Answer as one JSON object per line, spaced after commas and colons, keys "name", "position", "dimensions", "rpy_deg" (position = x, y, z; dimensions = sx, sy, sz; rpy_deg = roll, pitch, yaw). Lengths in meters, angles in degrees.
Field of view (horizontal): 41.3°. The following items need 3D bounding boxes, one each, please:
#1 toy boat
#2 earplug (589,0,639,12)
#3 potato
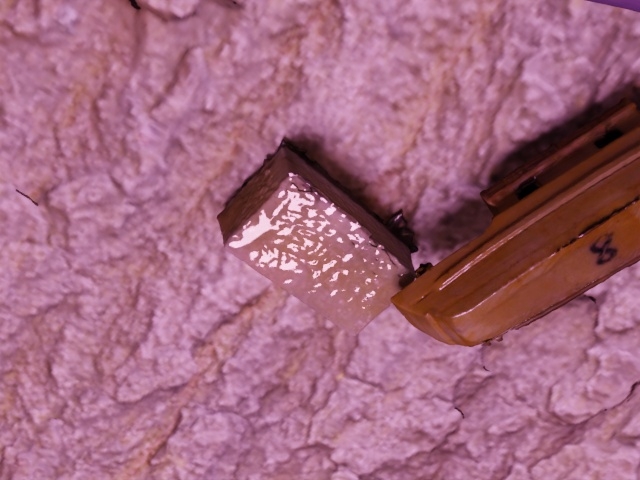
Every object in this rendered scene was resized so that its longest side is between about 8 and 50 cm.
{"name": "toy boat", "position": [0.145, -0.014, 0.516], "dimensions": [0.226, 0.088, 0.068], "rpy_deg": [-33, 132, 11]}
{"name": "earplug", "position": [0.341, -0.159, 0.383], "dimensions": [0.456, 0.215, 0.215], "rpy_deg": [14, 117, -8]}
{"name": "potato", "position": [0.002, 0.001, 0.555], "dimensions": [0.122, 0.061, 0.086], "rpy_deg": [37, 111, -17]}
